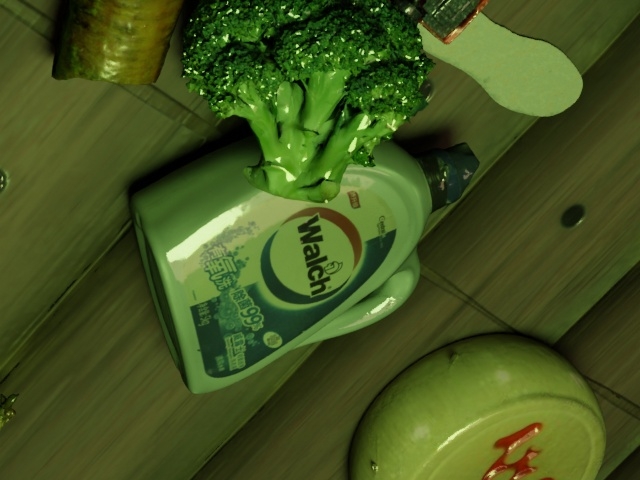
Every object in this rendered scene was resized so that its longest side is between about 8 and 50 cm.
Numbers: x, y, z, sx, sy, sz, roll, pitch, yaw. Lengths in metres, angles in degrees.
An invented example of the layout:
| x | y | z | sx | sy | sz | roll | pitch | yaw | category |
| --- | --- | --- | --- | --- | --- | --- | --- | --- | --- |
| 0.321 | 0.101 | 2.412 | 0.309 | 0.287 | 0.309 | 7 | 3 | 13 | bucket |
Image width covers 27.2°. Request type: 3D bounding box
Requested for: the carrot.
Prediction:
| x | y | z | sx | sy | sz | roll | pitch | yaw | category |
| --- | --- | --- | --- | --- | --- | --- | --- | --- | --- |
| -0.125 | -0.174 | 0.878 | 0.082 | 0.082 | 0.173 | 1 | 121 | -29 | carrot |

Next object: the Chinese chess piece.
| x | y | z | sx | sy | sz | roll | pitch | yaw | category |
| --- | --- | --- | --- | --- | --- | --- | --- | --- | --- |
| 0.157 | 0.218 | 1.332 | 0.273 | 0.102 | 0.273 | -15 | 130 | -18 | Chinese chess piece |

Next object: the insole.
| x | y | z | sx | sy | sz | roll | pitch | yaw | category |
| --- | --- | --- | --- | --- | --- | --- | --- | --- | --- |
| 0.150 | -0.149 | 1.100 | 0.197 | 0.004 | 0.065 | 21 | 114 | -38 | insole |

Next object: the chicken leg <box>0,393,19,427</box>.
| x | y | z | sx | sy | sz | roll | pitch | yaw | category |
| --- | --- | --- | --- | --- | --- | --- | --- | --- | --- |
| -0.346 | 0.175 | 1.035 | 0.228 | 0.088 | 0.103 | -34 | 121 | 4 | chicken leg |

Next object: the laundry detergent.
| x | y | z | sx | sy | sz | roll | pitch | yaw | category |
| --- | --- | --- | --- | --- | --- | --- | --- | --- | --- |
| 0.000 | 0.000 | 1.071 | 0.281 | 0.105 | 0.214 | -21 | 132 | -15 | laundry detergent |

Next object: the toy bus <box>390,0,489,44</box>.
| x | y | z | sx | sy | sz | roll | pitch | yaw | category |
| --- | --- | --- | --- | --- | --- | --- | --- | --- | --- |
| 0.041 | -0.218 | 0.935 | 0.065 | 0.077 | 0.192 | -47 | 131 | 10 | toy bus |

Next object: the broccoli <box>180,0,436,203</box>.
| x | y | z | sx | sy | sz | roll | pitch | yaw | category |
| --- | --- | --- | --- | --- | --- | --- | --- | --- | --- |
| -0.011 | -0.112 | 0.927 | 0.195 | 0.195 | 0.156 | -2 | 105 | -27 | broccoli |
